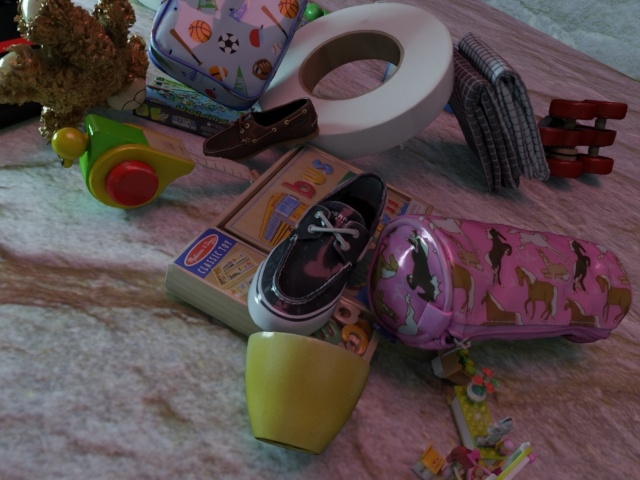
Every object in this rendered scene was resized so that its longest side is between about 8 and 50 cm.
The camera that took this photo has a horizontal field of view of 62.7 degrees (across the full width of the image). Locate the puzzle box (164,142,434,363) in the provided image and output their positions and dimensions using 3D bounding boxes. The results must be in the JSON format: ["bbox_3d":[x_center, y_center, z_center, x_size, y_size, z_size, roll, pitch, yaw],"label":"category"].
[{"bbox_3d":[0.000,0.000,0.782,0.272,0.052,0.409,27,39,6],"label":"puzzle box"}]

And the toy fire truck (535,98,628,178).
[{"bbox_3d":[0.568,-0.264,1.291,0.302,0.170,0.253,-8,22,-31],"label":"toy fire truck"}]

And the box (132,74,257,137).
[{"bbox_3d":[-0.233,-0.245,0.996,0.206,0.036,0.114,16,39,-5],"label":"box"}]

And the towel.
[{"bbox_3d":[0.345,-0.259,1.098,0.121,0.284,0.235,-26,35,10],"label":"towel"}]

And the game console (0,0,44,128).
[{"bbox_3d":[-0.581,-0.318,0.929,0.341,0.060,0.386,32,40,7],"label":"game console"}]

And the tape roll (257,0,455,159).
[{"bbox_3d":[0.065,-0.322,1.030,0.391,0.072,0.392,-9,52,12],"label":"tape roll"}]

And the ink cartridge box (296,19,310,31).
[{"bbox_3d":[-0.121,-0.558,1.403,0.310,0.065,0.186,19,38,2],"label":"ink cartridge box"}]

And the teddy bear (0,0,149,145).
[{"bbox_3d":[-0.347,-0.254,0.784,0.113,0.338,0.245,25,81,-2],"label":"teddy bear"}]

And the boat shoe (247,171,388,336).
[{"bbox_3d":[0.013,0.000,0.663,0.108,0.102,0.301,32,39,11],"label":"boat shoe"}]

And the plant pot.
[{"bbox_3d":[-0.022,0.163,0.541,0.134,0.134,0.095,16,64,-4],"label":"plant pot"}]

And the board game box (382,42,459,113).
[{"bbox_3d":[0.365,-0.465,1.477,0.301,0.086,0.308,27,39,10],"label":"board game box"}]

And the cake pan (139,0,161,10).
[{"bbox_3d":[-0.377,-0.678,1.437,0.292,0.054,0.293,12,39,-10],"label":"cake pan"}]

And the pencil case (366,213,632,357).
[{"bbox_3d":[0.249,0.061,0.701,0.385,0.167,0.160,4,-2,-33],"label":"pencil case"}]

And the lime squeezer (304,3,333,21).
[{"bbox_3d":[-0.018,-0.663,1.590,0.110,0.059,0.310,-43,67,-16],"label":"lime squeezer"}]

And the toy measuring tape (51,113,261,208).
[{"bbox_3d":[-0.236,-0.093,0.790,0.330,0.121,0.121,12,32,-47],"label":"toy measuring tape"}]

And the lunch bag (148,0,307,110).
[{"bbox_3d":[-0.165,-0.413,0.955,0.243,0.115,0.304,25,81,-15],"label":"lunch bag"}]

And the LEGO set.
[{"bbox_3d":[0.165,0.206,0.570,0.132,0.107,0.287,30,39,12],"label":"LEGO set"}]

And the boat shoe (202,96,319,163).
[{"bbox_3d":[-0.106,-0.190,0.893,0.206,0.073,0.073,-19,55,0],"label":"boat shoe"}]
